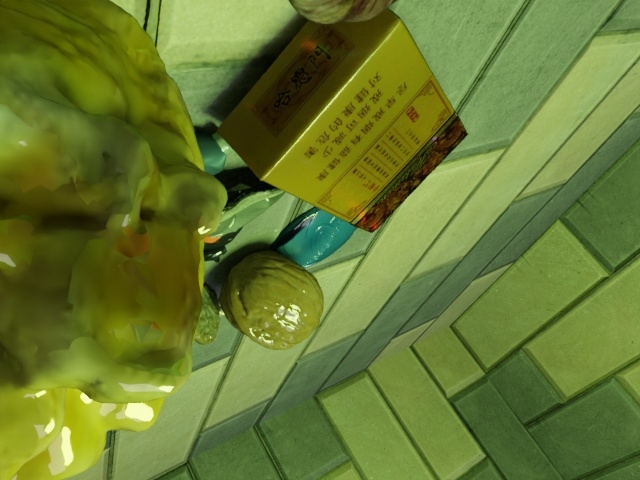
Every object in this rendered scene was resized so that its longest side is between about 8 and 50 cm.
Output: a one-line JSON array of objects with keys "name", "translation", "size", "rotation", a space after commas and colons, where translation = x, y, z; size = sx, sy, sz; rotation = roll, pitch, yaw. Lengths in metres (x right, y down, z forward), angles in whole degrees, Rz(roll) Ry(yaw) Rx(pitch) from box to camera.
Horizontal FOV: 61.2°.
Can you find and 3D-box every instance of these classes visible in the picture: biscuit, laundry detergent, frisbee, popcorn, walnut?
[{"name": "biscuit", "translation": [-0.236, 0.127, 1.011], "size": [0.038, 0.141, 0.290], "rotation": [-19, 158, 0]}, {"name": "laundry detergent", "translation": [-0.205, -0.085, 0.741], "size": [0.206, 0.061, 0.096], "rotation": [-34, 163, -1]}, {"name": "frisbee", "translation": [0.000, 0.000, 1.195], "size": [0.242, 0.045, 0.242], "rotation": [-29, 155, -15]}, {"name": "popcorn", "translation": [-0.259, -0.011, 0.415], "size": [0.344, 0.390, 0.354], "rotation": [2, 131, -29]}, {"name": "walnut", "translation": [-0.100, 0.116, 1.095], "size": [0.213, 0.213, 0.213], "rotation": [-28, 156, -14]}]

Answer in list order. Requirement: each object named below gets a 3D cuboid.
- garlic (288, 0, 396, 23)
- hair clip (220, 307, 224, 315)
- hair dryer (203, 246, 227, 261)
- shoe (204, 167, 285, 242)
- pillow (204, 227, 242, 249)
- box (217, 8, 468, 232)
[{"name": "garlic", "translation": [0.048, -0.317, 0.511], "size": [0.245, 0.160, 0.245], "rotation": [-26, 146, -20]}, {"name": "hair clip", "translation": [-0.294, 0.181, 1.152], "size": [0.214, 0.056, 0.062], "rotation": [-28, 141, -35]}, {"name": "hair dryer", "translation": [-0.210, 0.035, 1.014], "size": [0.079, 0.031, 0.083], "rotation": [-20, 163, -6]}, {"name": "shoe", "translation": [-0.125, -0.056, 0.843], "size": [0.194, 0.074, 0.077], "rotation": [-30, 146, -50]}, {"name": "pillow", "translation": [-0.209, -0.012, 0.877], "size": [0.208, 0.055, 0.141], "rotation": [-18, 165, -43]}, {"name": "box", "translation": [0.065, -0.166, 0.841], "size": [0.264, 0.116, 0.415], "rotation": [-48, 156, 12]}]
